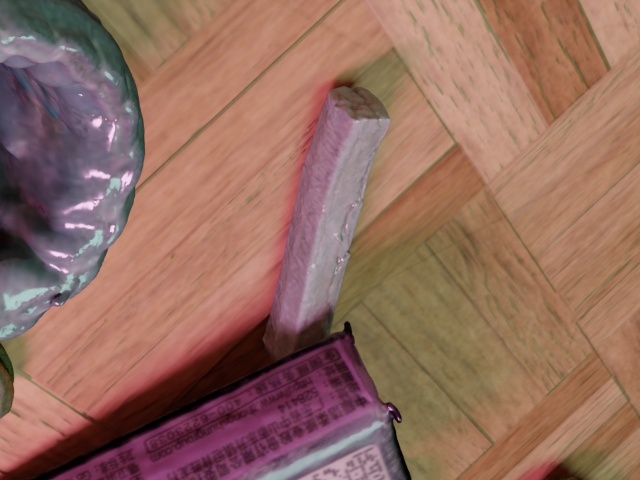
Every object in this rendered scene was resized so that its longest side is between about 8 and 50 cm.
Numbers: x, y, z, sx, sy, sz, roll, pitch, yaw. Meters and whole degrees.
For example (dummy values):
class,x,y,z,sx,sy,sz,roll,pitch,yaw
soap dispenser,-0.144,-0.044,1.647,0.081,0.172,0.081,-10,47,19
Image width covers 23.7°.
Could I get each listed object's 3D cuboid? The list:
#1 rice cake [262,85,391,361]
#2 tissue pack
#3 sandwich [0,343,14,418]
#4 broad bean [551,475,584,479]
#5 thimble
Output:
class,x,y,z,sx,sy,sz,roll,pitch,yaw
rice cake,0.000,0.000,1.084,0.042,0.045,0.245,-13,134,-31
tissue pack,-0.096,0.240,1.137,0.361,0.122,0.259,-25,138,-5
sandwich,-0.243,0.079,0.954,0.135,0.029,0.067,10,118,-46
broad bean,0.298,0.291,1.635,0.318,0.056,0.098,11,112,-53
thimble,-0.198,-0.059,0.768,0.198,0.143,0.235,-19,135,-29
